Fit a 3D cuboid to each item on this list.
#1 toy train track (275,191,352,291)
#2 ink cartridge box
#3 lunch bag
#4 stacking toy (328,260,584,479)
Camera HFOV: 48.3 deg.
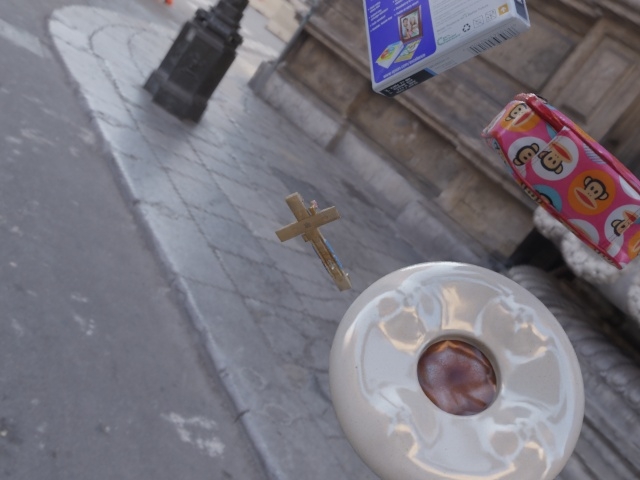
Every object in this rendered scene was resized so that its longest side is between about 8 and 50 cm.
[{"bbox_3d":[0.000,0.000,0.507,0.083,0.048,0.014,59,21,-23],"label":"toy train track"},{"bbox_3d":[0.147,-0.314,0.907,0.045,0.206,0.208,15,62,-47],"label":"ink cartridge box"},{"bbox_3d":[0.384,-0.099,1.117,0.293,0.120,0.258,44,13,-2],"label":"lunch bag"},{"bbox_3d":[0.169,0.283,1.138,0.350,0.350,0.480,41,-26,17],"label":"stacking toy"}]
